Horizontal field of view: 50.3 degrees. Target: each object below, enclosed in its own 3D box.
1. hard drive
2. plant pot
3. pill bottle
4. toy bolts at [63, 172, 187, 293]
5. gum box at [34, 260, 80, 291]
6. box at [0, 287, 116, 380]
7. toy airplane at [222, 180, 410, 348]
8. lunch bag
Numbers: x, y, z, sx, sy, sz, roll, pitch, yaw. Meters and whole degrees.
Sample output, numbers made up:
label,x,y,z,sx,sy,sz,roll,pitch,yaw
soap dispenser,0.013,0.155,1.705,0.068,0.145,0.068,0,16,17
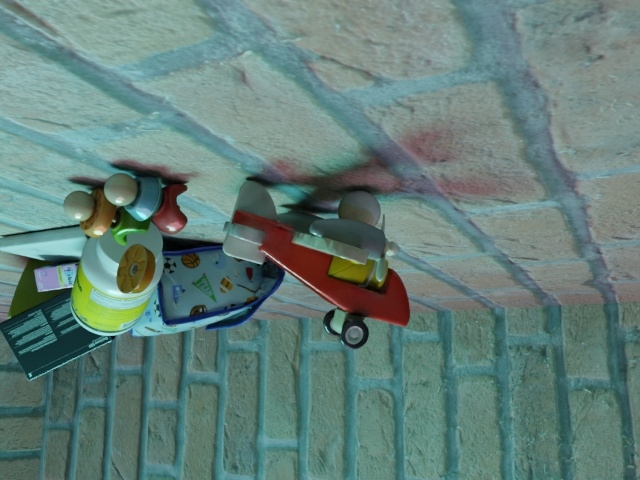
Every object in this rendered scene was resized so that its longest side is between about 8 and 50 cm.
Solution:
label,x,y,z,sx,sy,sz,roll,pitch,yaw
hard drive,-0.652,0.013,1.782,0.308,0.040,0.203,-6,166,26
plant pot,-0.825,0.163,2.111,0.212,0.187,0.212,4,167,-12
pill bottle,-0.486,0.082,1.635,0.188,0.187,0.334,6,146,-24
toy bolts,-0.378,-0.031,1.292,0.229,0.218,0.159,-31,145,32
gum box,-0.710,0.093,1.900,0.107,0.062,0.188,-8,-175,-5
box,-0.740,0.253,1.936,0.261,0.184,0.103,-25,-175,-1
toy airplane,0.000,0.000,1.345,0.386,0.272,0.384,35,174,31
lunch bag,-0.331,0.142,1.943,0.386,0.238,0.328,-9,174,-34
